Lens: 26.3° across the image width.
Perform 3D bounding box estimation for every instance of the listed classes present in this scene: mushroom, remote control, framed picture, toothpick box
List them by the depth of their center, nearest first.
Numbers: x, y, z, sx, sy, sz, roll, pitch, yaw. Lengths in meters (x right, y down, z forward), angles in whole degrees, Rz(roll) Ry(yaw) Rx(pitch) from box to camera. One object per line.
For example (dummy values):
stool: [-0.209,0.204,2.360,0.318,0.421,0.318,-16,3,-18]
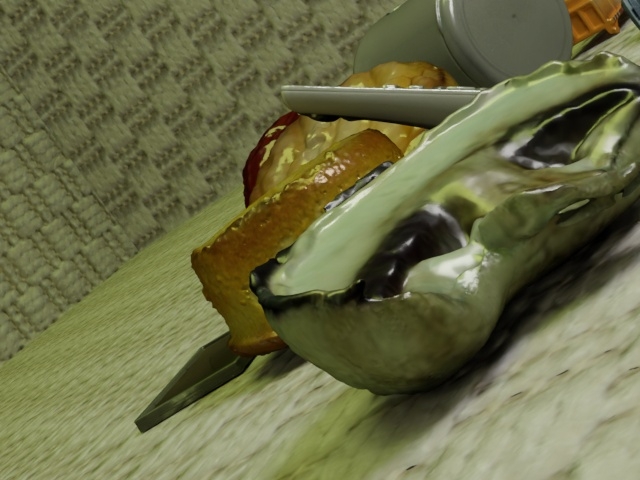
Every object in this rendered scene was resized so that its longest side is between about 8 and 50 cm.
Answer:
mushroom: [0.111,-0.002,0.957,0.248,0.130,0.344,-5,29,45]
remote control: [0.121,-0.124,1.349,0.313,0.055,0.109,3,5,7]
framed picture: [-0.112,0.131,1.518,0.150,0.015,0.203,-32,7,24]
toothpick box: [0.176,-0.238,1.889,0.229,0.229,0.316,-40,7,-32]

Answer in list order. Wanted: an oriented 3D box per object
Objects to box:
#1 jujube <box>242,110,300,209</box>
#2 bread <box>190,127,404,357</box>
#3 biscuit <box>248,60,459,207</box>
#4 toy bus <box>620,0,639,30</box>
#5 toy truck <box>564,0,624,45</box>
jujube: [-0.014,-0.092,1.884,0.174,0.174,0.250,-31,9,33]
bread: [0.000,0.000,1.346,0.268,0.145,0.268,-34,3,2]
biscuit: [0.049,-0.085,1.612,0.296,0.102,0.296,-30,33,22]
toy bus: [0.454,-0.326,1.669,0.190,0.064,0.075,-35,1,3]
toy truck: [0.408,-0.376,1.965,0.114,0.135,0.270,-26,16,44]
